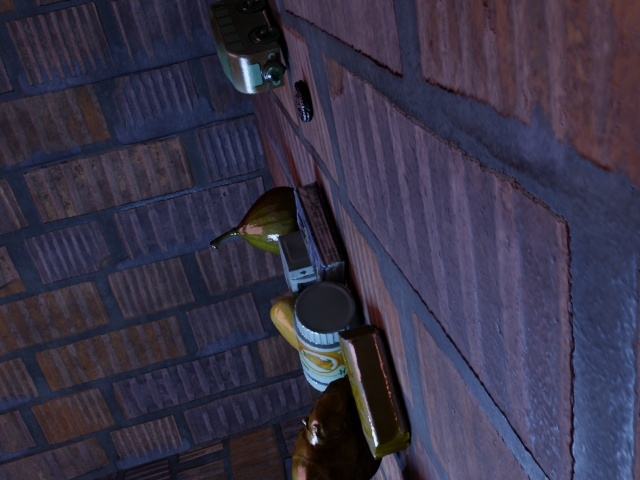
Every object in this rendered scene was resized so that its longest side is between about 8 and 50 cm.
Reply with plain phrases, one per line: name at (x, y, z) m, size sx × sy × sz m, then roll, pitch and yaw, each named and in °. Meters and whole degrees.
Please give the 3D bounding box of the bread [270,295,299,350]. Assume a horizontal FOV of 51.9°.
bread at (-0.025, 0.293, 1.901) m, size 0.305 × 0.091 × 0.142 m, roll 44°, pitch 160°, yaw 13°

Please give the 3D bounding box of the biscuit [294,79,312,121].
biscuit at (-0.038, -0.298, 1.411) m, size 0.087 × 0.027 × 0.089 m, roll -157°, pitch 51°, yaw -81°

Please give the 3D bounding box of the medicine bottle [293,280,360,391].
medicine bottle at (0.021, 0.237, 1.588) m, size 0.318 × 0.158 × 0.158 m, roll 82°, pitch 170°, yaw -54°

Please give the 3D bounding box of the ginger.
ginger at (0.050, 0.444, 1.531) m, size 0.357 × 0.153 × 0.274 m, roll 1°, pitch -94°, yaw -63°

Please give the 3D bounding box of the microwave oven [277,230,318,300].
microwave oven at (-0.042, 0.086, 1.944) m, size 0.208 × 0.123 × 0.162 m, roll 83°, pitch 170°, yaw -50°

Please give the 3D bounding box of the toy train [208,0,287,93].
toy train at (-0.179, -0.486, 1.620) m, size 0.129 × 0.159 × 0.326 m, roll 79°, pitch 172°, yaw -49°

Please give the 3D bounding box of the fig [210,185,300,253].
fig at (-0.191, -0.040, 2.057) m, size 0.217 × 0.321 × 0.216 m, roll 165°, pitch 90°, yaw -78°

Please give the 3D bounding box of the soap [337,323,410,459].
soap at (0.110, 0.307, 1.336) m, size 0.160 × 0.080 × 0.257 m, roll 159°, pitch 96°, yaw -84°

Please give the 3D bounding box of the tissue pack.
tissue pack at (0.000, 0.000, 1.591) m, size 0.173 × 0.073 × 0.235 m, roll 88°, pitch 165°, yaw -60°
